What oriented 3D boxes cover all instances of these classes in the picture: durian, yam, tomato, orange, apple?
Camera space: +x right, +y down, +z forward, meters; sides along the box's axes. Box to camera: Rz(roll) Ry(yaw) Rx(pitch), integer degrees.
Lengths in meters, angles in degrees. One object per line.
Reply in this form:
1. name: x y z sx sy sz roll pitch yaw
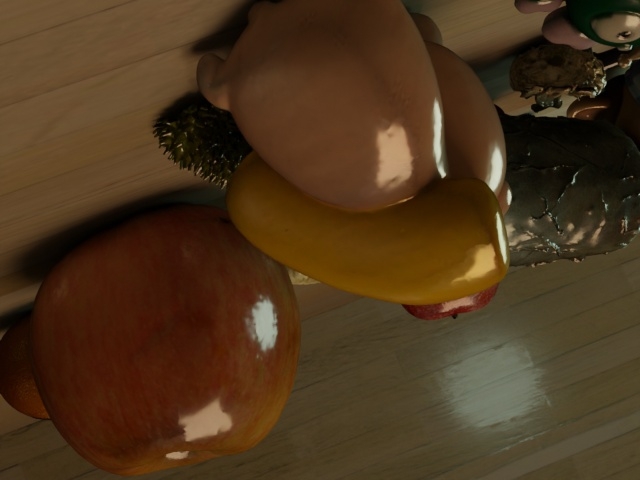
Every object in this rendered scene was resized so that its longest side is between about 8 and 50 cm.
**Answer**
1. durian: -0.092 -0.097 1.046 0.137 0.096 0.220 -26 163 20
2. yam: 0.239 -0.074 1.270 0.348 0.241 0.241 1 162 -22
3. tomato: 0.324 0.082 2.474 0.270 0.227 0.270 -11 -173 1
4. orange: -0.454 0.208 1.626 0.206 0.206 0.206 -21 170 -4
5. apple: -0.220 0.149 1.365 0.391 0.347 0.391 -15 168 -3

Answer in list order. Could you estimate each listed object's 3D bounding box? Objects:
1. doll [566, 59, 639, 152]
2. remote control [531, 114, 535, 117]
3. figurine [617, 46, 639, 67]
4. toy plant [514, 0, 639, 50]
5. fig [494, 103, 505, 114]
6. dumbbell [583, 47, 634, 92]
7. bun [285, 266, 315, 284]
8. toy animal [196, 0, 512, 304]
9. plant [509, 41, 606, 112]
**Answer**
1. doll: 0.563 -0.214 1.448 0.339 0.209 0.318 -36 173 40
2. remote control: 0.253 -0.135 1.628 0.265 0.066 0.090 -22 169 2
3. figurine: 0.482 -0.287 1.055 0.166 0.207 0.387 9 168 -34
4. toy plant: 0.315 -0.261 0.951 0.232 0.113 0.243 -15 158 31
5. fig: 0.246 -0.140 1.420 0.088 0.125 0.089 -25 173 -3
6. dumbbell: 0.417 -0.253 1.278 0.254 0.110 0.110 -18 172 19
7. bun: 0.000 0.000 1.631 0.220 0.134 0.220 -14 171 -2
8. toy animal: 0.042 -0.110 0.944 0.277 0.345 0.247 -14 -148 41
9. plant: 0.305 -0.197 1.249 0.104 0.116 0.122 -43 153 -24
